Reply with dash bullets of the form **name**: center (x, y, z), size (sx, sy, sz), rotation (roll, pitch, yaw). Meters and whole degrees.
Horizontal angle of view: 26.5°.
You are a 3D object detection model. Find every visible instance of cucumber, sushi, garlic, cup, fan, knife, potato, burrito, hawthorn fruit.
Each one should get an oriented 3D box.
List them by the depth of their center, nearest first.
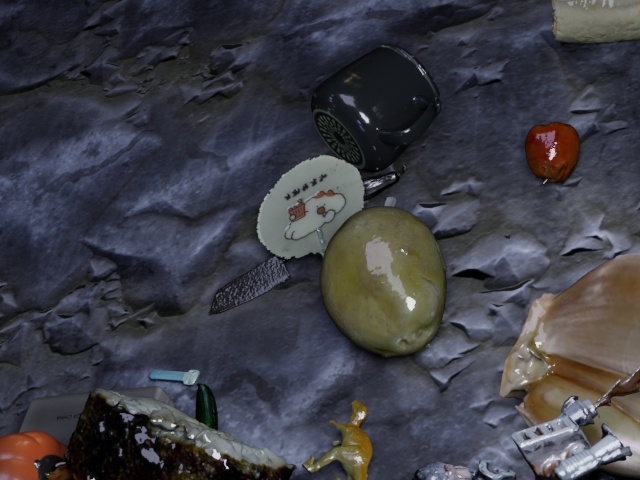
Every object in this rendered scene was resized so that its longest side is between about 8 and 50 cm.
- **garlic**: center (0.381, 0.148, 1.643), size (0.325, 0.132, 0.279), rotation (13, 77, 39)
- **sushi**: center (-0.212, 0.311, 1.809), size (0.343, 0.196, 0.181), rotation (15, 74, 34)
- **potato**: center (0.090, 0.057, 1.913), size (0.178, 0.160, 0.235), rotation (-57, 46, 33)
- **cucumber**: center (-0.162, 0.278, 1.950), size (0.036, 0.033, 0.184), rotation (-35, 37, 27)
- **hawthorn fruit**: center (0.339, -0.124, 1.991), size (0.081, 0.081, 0.093), rotation (-8, 76, 26)
- **knife**: center (-0.223, 0.208, 2.075), size (0.096, 0.010, 0.027), rotation (0, 52, 35)
- **fan**: center (0.000, 0.000, 2.092), size (0.191, 0.009, 0.329), rotation (-28, 49, 12)
- **burrito**: center (0.469, -0.369, 2.116), size (0.299, 0.105, 0.143), rotation (8, 46, 38)
- **knife**: center (-0.080, 0.052, 2.127), size (0.230, 0.028, 0.060), rotation (-32, 54, 4)
- **cup**: center (0.104, -0.205, 2.143), size (0.176, 0.169, 0.223), rotation (-40, 34, -19)
- **cucumber**: center (0.064, -0.082, 2.146), size (0.163, 0.043, 0.039), rotation (-19, 39, 12)

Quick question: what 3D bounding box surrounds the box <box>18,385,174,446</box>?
- **box**: center (-0.341, 0.279, 2.048), size (0.244, 0.055, 0.103), rotation (-8, 47, 27)

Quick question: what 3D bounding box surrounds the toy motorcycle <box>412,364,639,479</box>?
- **toy motorcycle**: center (0.237, 0.272, 1.486), size (0.401, 0.207, 0.134), rotation (-33, 17, -2)

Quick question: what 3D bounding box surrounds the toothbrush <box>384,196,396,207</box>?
- **toothbrush**: center (0.081, 0.008, 2.065), size (0.014, 0.017, 0.194), rotation (-3, 49, 32)

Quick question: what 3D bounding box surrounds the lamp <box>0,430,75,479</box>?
- **lamp**: center (-0.424, 0.368, 1.922), size (0.164, 0.188, 0.187), rotation (-34, 38, 28)

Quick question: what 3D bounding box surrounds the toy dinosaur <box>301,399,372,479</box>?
- **toy dinosaur**: center (0.054, 0.288, 1.800), size (0.126, 0.039, 0.162), rotation (-45, 44, -15)
